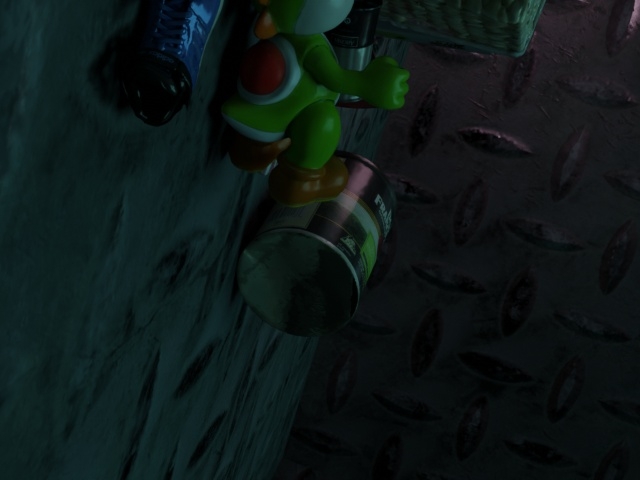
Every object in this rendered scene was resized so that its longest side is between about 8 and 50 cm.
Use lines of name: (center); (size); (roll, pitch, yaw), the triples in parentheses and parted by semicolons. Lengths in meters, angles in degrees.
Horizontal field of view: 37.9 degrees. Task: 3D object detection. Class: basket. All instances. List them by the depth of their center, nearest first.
basket: (0.207, -0.487, 1.418); (0.266, 0.328, 0.331); (-18, 127, -77)

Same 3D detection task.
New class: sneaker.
sneaker: (-0.119, -0.161, 0.744); (0.084, 0.058, 0.152); (-77, -173, -53)

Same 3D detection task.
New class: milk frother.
milk frother: (0.023, -0.284, 1.274); (0.143, 0.129, 0.134); (-52, 157, -53)

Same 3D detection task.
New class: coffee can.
coffee can: (0.000, 0.000, 1.554); (0.275, 0.202, 0.201); (-62, 168, -53)

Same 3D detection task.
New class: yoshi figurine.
yoshi figurine: (0.001, -0.233, 1.061); (0.203, 0.204, 0.362); (-89, -173, -50)

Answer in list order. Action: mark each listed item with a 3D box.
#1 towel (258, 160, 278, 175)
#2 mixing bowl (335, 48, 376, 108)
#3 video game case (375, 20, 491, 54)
towel: (-0.049, -0.180, 1.428); (0.197, 0.029, 0.144); (-42, 149, -72)
mixing bowl: (0.033, -0.270, 1.396); (0.181, 0.098, 0.181); (-19, 90, -84)
video game case: (0.200, -0.472, 1.593); (0.061, 0.244, 0.269); (12, 90, -79)
